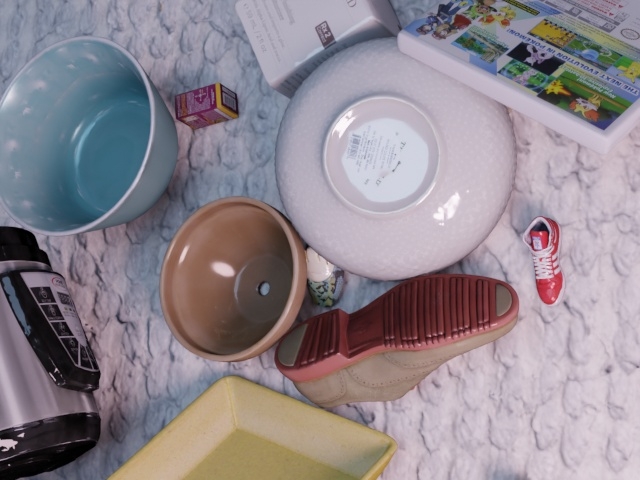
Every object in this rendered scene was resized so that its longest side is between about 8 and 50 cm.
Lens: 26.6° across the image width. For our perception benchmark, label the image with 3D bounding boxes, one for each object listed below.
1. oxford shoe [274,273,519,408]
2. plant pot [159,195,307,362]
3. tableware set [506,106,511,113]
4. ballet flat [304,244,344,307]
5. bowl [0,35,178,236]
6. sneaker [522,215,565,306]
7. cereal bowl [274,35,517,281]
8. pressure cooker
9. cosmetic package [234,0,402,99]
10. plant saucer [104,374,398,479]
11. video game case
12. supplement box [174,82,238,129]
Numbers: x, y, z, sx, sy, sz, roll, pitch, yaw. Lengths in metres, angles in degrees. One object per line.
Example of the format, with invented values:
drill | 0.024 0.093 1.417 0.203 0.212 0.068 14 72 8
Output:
oxford shoe | 0.117 0.141 1.835 0.348 0.130 0.123 -15 39 24
plant pot | -0.108 0.062 1.962 0.237 0.109 0.237 -7 76 28
tableware set | 0.191 -0.167 1.918 0.141 0.020 0.169 26 90 27
ballet flat | 0.000 0.000 1.951 0.070 0.070 0.188 -4 77 26
bowl | -0.344 -0.142 2.102 0.311 0.163 0.312 -7 75 25
sneaker | 0.295 0.025 1.792 0.042 0.067 0.119 -6 76 26
cereal bowl | 0.094 -0.110 1.826 0.338 0.141 0.339 0 93 11
pressure cooker | -0.547 0.159 1.990 0.370 0.375 0.420 -34 72 47
cosmetic package | 0.006 -0.309 1.968 0.183 0.151 0.151 -31 67 17
plant saucer | -0.110 0.348 1.822 0.332 0.081 0.333 17 44 38
video game case | 0.319 -0.268 1.771 0.329 0.036 0.300 32 56 29
supplement box | -0.176 -0.207 2.093 0.083 0.055 0.043 -13 71 23
